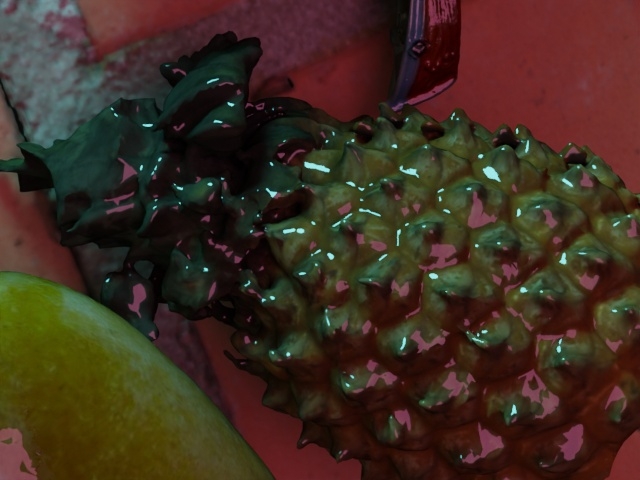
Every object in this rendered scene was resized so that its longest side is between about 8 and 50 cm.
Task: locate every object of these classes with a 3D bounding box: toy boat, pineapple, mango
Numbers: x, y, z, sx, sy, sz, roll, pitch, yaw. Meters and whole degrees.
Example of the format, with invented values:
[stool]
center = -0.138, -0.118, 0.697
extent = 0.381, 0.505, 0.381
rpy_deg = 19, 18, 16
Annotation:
[toy boat]
center = 0.049, -0.160, 0.859
extent = 0.059, 0.069, 0.173
rpy_deg = -2, 93, -3
[pineapple]
center = 0.001, -0.001, 0.788
extent = 0.357, 0.223, 0.223
rpy_deg = 25, 83, -8
[mango]
center = -0.119, 0.178, 0.744
extent = 0.221, 0.199, 0.384
rpy_deg = -34, 121, -9
